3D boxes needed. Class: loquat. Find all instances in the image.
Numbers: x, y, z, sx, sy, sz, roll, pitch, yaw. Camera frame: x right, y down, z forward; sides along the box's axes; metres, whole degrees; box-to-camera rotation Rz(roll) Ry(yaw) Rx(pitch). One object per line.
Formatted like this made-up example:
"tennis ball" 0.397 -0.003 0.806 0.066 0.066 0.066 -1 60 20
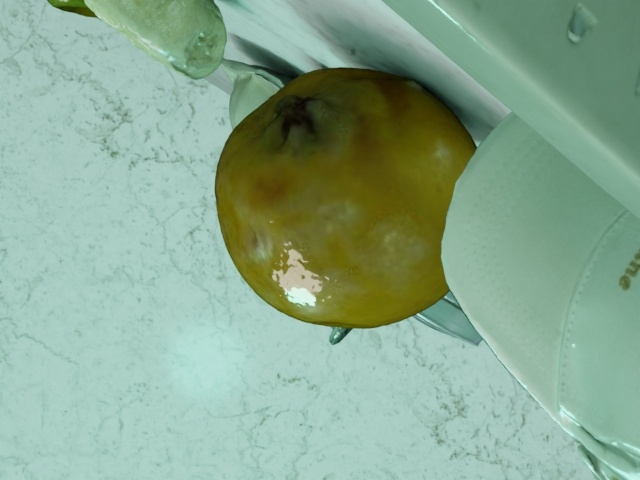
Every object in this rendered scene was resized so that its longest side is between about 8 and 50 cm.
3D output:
"loquat" 0.037 -0.051 0.952 0.328 0.328 0.328 33 -178 -1

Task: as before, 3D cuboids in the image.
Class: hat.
"hat" 0.232 0.018 0.514 0.301 0.258 0.168 45 171 7

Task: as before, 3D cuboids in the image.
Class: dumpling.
"dumpling" -0.094 -0.251 1.524 0.260 0.181 0.341 58 -170 -45

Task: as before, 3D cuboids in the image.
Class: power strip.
"power strip" 0.135 -0.092 0.375 0.338 0.098 0.058 31 179 -30

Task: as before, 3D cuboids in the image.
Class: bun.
"bun" -0.221 -0.328 1.127 0.220 0.134 0.220 35 -174 -4

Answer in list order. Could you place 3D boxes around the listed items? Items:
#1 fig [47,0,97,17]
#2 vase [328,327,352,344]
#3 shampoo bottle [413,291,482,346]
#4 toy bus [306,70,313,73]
"fig" -0.380 -0.425 1.285 0.144 0.154 0.166 22 -138 15
"vase" 0.000 0.000 1.410 0.291 0.245 0.245 42 -177 9
"shampoo bottle" 0.270 0.049 1.568 0.273 0.266 0.273 31 -179 -1
"toy bus" 0.091 -0.103 1.253 0.343 0.183 0.199 34 -175 11
